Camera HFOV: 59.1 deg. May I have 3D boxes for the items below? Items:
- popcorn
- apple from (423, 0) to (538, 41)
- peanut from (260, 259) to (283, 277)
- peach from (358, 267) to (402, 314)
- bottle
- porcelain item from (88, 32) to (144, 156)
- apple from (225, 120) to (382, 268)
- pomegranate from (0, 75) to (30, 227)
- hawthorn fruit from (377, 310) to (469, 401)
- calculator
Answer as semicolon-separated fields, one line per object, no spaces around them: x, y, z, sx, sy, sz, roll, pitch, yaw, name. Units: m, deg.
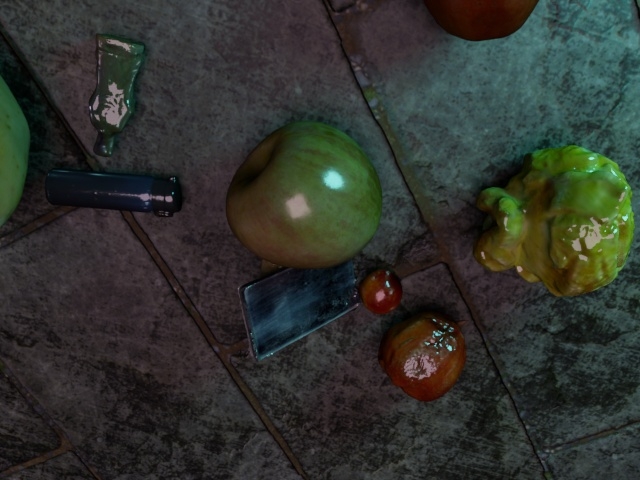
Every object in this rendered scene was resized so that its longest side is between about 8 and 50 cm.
0.406;-0.038;0.988;0.276;0.276;0.225;-34;144;15;popcorn
0.242;-0.420;0.827;0.234;0.234;0.233;1;113;2;apple
-0.067;0.106;1.135;0.100;0.099;0.213;-5;107;5;peanut
0.128;0.109;1.137;0.098;0.061;0.098;-3;118;-6;peach
-0.386;-0.090;1.067;0.245;0.072;0.082;3;92;0;bottle
-0.366;-0.250;1.002;0.081;0.069;0.215;10;113;-15;porcelain item
-0.024;-0.069;0.970;0.257;0.256;0.234;-43;124;18;apple
-0.665;-0.157;0.877;0.412;0.411;0.411;1;113;2;pomegranate
0.205;0.228;1.143;0.174;0.173;0.178;15;87;-4;hawthorn fruit
-0.031;0.110;1.085;0.262;0.021;0.161;-22;116;-32;calculator
